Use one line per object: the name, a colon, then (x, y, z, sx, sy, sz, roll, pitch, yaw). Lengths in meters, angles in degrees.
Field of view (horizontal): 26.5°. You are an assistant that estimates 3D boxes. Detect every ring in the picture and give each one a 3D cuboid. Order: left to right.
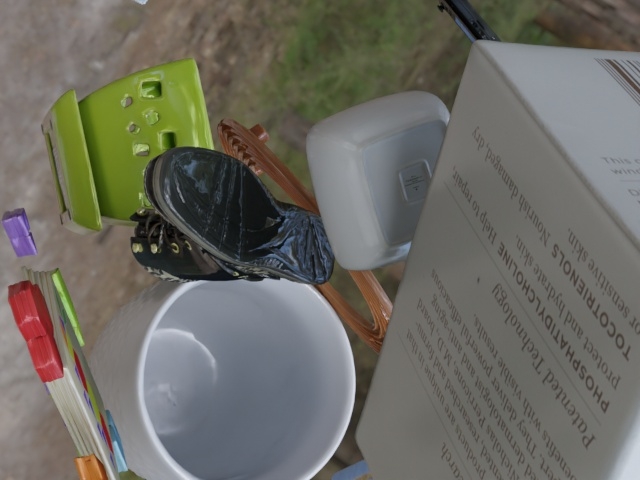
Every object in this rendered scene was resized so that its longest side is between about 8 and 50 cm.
ring: (0.000, 0.000, 1.474, 0.032, 0.337, 0.336, -37, 169, -8)

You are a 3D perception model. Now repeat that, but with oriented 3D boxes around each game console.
game console: (0.179, -0.338, 1.926, 0.044, 0.361, 0.213, -40, 179, 15)

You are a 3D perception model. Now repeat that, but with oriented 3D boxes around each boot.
boot: (-0.118, -0.011, 1.220, 0.236, 0.178, 0.085, 28, 66, -49)

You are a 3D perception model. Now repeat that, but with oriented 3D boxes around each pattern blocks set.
pattern blocks set: (-0.215, 0.123, 1.172, 0.285, 0.026, 0.325, -118, -169, -60)

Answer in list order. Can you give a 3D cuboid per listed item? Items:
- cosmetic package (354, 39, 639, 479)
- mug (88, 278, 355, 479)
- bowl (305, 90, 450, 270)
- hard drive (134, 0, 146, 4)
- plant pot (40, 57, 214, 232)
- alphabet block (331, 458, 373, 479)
cosmetic package: (0.261, 0.104, 1.009, 0.327, 0.329, 0.394, -117, -147, -50)
mug: (-0.128, 0.138, 1.710, 0.374, 0.276, 0.328, -60, -161, -20)
bowl: (0.069, -0.051, 1.165, 0.142, 0.142, 0.053, -21, -166, -26)
hard drive: (-0.292, -0.437, 1.706, 0.040, 0.307, 0.203, 26, 92, -59)
plant pot: (-0.273, -0.120, 1.918, 0.207, 0.227, 0.228, -12, -178, -15)
alphabet block: (0.146, 0.424, 1.997, 0.192, 0.197, 0.194, -35, -132, 51)
